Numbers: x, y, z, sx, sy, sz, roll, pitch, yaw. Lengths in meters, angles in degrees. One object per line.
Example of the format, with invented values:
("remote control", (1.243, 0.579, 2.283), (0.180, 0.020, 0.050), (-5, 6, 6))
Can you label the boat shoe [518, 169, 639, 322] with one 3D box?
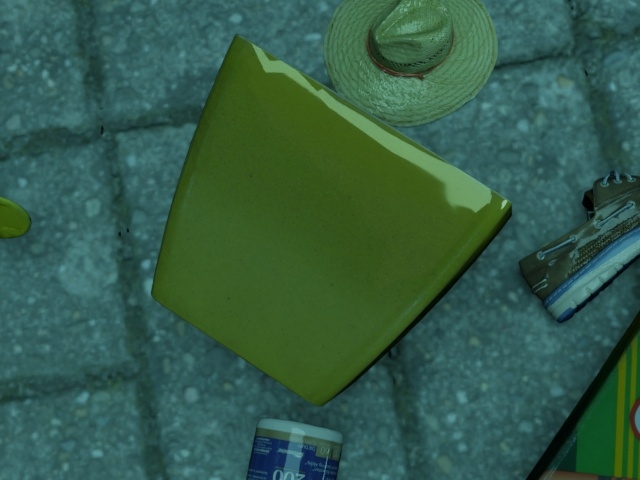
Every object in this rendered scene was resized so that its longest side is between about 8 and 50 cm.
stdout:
("boat shoe", (0.233, -0.019, 0.939), (0.183, 0.066, 0.066), (-40, 78, -6))

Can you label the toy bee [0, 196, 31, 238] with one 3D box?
("toy bee", (-0.333, -0.052, 0.920), (0.195, 0.162, 0.298), (-19, 78, -1))

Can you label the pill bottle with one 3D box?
("pill bottle", (-0.025, 0.196, 0.903), (0.067, 0.067, 0.120), (10, 79, 4))

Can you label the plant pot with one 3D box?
("plant pot", (0.000, 0.000, 0.884), (0.212, 0.212, 0.187), (32, 94, 8))

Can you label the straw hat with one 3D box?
("straw hat", (0.073, -0.166, 0.979), (0.145, 0.061, 0.144), (0, 79, 2))

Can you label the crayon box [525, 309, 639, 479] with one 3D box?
("crayon box", (0.299, 0.124, 0.857), (0.202, 0.081, 0.318), (36, 63, 8))
